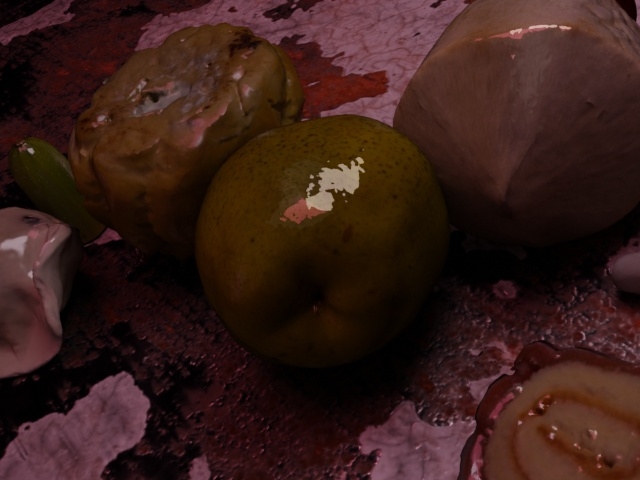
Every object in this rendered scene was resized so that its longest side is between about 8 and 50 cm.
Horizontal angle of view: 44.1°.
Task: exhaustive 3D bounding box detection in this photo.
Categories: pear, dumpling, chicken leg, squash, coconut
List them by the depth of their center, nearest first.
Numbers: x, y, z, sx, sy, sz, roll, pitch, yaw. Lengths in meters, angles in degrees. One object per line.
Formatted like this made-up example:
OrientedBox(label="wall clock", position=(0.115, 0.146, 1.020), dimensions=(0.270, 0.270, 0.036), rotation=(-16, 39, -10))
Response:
OrientedBox(label="pear", position=(0.000, 0.000, 0.860), dimensions=(0.294, 0.294, 0.294), rotation=(-14, 40, 12))
OrientedBox(label="coconut", position=(0.230, -0.133, 0.894), dimensions=(0.328, 0.329, 0.329), rotation=(-14, 40, 12))
OrientedBox(label="dumpling", position=(-0.448, 0.074, 1.118), dimensions=(0.318, 0.187, 0.243), rotation=(-7, 81, 31))
OrientedBox(label="chicken leg", position=(-0.259, 0.025, 1.155), dimensions=(0.036, 0.021, 0.083), rotation=(1, 49, 13))
OrientedBox(label="squash", position=(-0.412, -0.087, 1.224), dimensions=(0.095, 0.188, 0.095), rotation=(-16, 39, 13))

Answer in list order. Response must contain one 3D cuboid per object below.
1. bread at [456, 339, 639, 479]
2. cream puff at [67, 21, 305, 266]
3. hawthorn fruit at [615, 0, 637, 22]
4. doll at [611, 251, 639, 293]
OrientedBox(label="bread", position=(0.226, 0.195, 0.596), dimensions=(0.190, 0.123, 0.244), rotation=(-56, 28, -13))
OrientedBox(label="cream puff", position=(-0.157, -0.118, 1.077), dimensions=(0.290, 0.257, 0.325), rotation=(1, 48, 23))
OrientedBox(label="hawthorn fruit", position=(0.358, -0.310, 1.094), dimensions=(0.156, 0.194, 0.157), rotation=(-6, 37, 5))
OrientedBox(label="doll", position=(0.456, 0.015, 0.704), dimensions=(0.242, 0.160, 0.311), rotation=(-31, 43, -10))
